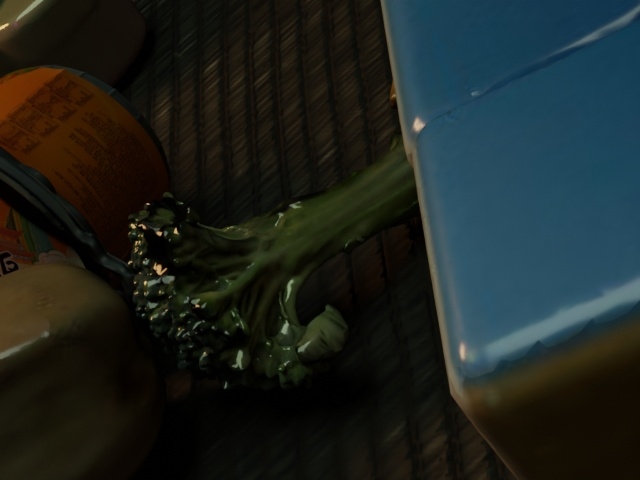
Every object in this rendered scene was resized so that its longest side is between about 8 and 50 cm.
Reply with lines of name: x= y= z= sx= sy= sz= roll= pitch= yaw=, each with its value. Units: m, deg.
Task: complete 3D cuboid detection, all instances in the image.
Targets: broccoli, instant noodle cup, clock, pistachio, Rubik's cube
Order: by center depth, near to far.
Rubik's cube: x=0.209 y=-0.031 z=0.484 sx=0.292 sy=0.291 sz=0.290 roll=-26 pitch=38 yaw=16
pistachio: x=-0.171 y=0.097 z=0.806 sx=0.206 sy=0.131 sz=0.129 roll=-35 pitch=62 yaw=10
broccoli: x=-0.001 y=-0.002 z=0.811 sx=0.204 sy=0.118 sz=0.122 roll=-31 pitch=4 yaw=-15
instant noodle cup: x=-0.166 y=-0.022 z=0.913 sx=0.208 sy=0.177 sz=0.125 roll=20 pitch=46 yaw=16
clock: x=-0.300 y=-0.118 z=1.166 sx=0.309 sy=0.114 sz=0.284 roll=-45 pitch=38 yaw=-4

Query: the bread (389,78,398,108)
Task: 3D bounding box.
bread: x=0.132 y=-0.114 z=0.804 sx=0.140 sy=0.160 sz=0.169 roll=49 pitch=123 yaw=56
